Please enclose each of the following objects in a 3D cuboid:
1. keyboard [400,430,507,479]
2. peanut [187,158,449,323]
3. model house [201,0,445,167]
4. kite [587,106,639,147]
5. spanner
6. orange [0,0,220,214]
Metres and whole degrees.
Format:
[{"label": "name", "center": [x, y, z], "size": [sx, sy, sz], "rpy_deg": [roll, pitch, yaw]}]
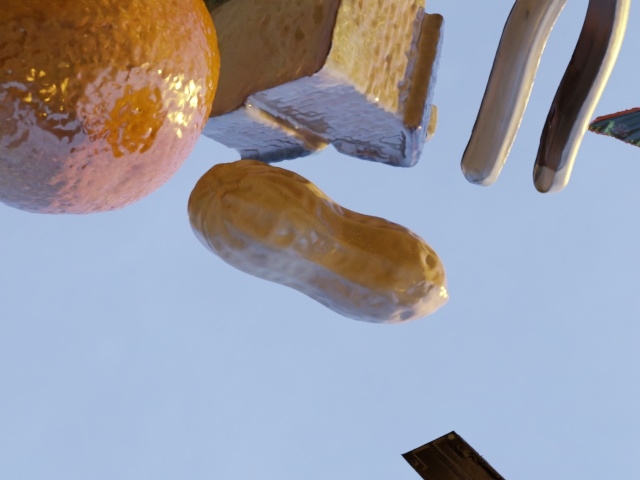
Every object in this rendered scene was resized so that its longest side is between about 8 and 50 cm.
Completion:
[{"label": "keyboard", "center": [0.146, 0.230, 1.345], "size": [0.063, 0.010, 0.198], "rpy_deg": [-21, -148, -19]}, {"label": "peanut", "center": [0.000, 0.000, 1.474], "size": [0.274, 0.125, 0.111], "rpy_deg": [22, -111, 3]}, {"label": "model house", "center": [0.005, -0.205, 1.882], "size": [0.298, 0.284, 0.243], "rpy_deg": [-8, -122, 44]}, {"label": "kite", "center": [0.394, -0.082, 1.280], "size": [0.321, 0.234, 0.016], "rpy_deg": [20, -138, -16]}, {"label": "spanner", "center": [0.176, -0.181, 0.993], "size": [0.095, 0.325, 0.040], "rpy_deg": [5, -156, -32]}, {"label": "orange", "center": [-0.280, -0.185, 1.570], "size": [0.322, 0.322, 0.357], "rpy_deg": [13, -172, 36]}]
